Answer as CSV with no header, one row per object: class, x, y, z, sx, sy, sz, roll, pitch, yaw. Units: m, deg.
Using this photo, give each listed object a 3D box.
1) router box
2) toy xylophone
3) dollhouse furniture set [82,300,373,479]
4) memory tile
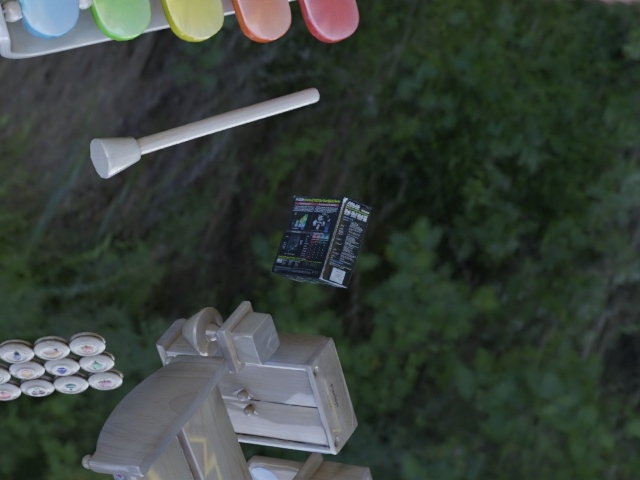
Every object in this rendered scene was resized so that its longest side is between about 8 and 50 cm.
router box,0.000,0.000,1.705,0.038,0.092,0.122,19,174,-27
toy xylophone,-0.096,-0.186,1.099,0.081,0.322,0.236,-17,97,63
dollhouse furniture set,-0.126,0.235,1.374,0.173,0.355,0.303,3,125,32
memory tile,-0.285,0.132,1.626,0.148,0.012,0.113,-7,146,4
